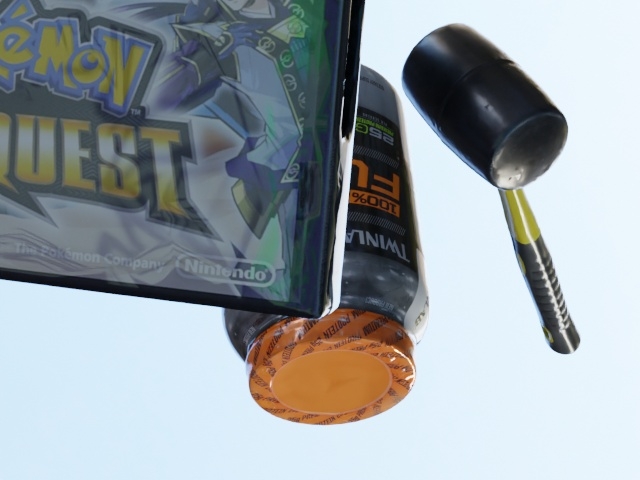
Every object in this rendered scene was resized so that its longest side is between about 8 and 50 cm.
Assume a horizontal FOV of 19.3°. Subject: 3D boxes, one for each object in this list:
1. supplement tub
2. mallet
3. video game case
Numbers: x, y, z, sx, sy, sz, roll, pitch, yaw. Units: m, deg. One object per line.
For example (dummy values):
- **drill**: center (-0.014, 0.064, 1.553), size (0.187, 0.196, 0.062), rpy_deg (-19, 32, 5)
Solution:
- **supplement tub**: center (0.000, 0.000, 1.055), size (0.117, 0.117, 0.190), rpy_deg (38, -144, -44)
- **mallet**: center (0.073, -0.015, 0.736), size (0.062, 0.039, 0.190), rpy_deg (52, 173, 29)
- **video game case**: center (-0.118, -0.111, 0.671), size (0.035, 0.275, 0.248), rpy_deg (-21, -64, -74)
